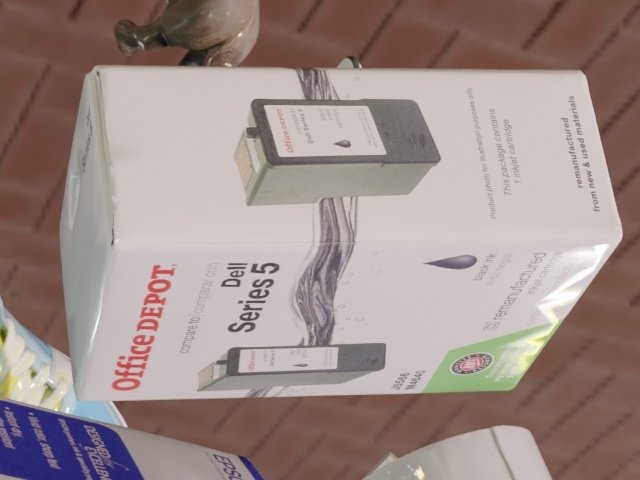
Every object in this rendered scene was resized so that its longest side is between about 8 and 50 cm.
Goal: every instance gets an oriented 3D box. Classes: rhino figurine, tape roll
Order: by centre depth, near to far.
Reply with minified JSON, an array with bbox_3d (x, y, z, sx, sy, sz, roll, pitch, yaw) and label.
[{"bbox_3d":[-0.084,-0.215,1.335,0.106,0.243,0.073,-18,137,29],"label":"rhino figurine"},{"bbox_3d":[0.155,0.333,1.943,0.246,0.169,0.246,-19,155,-9],"label":"tape roll"}]

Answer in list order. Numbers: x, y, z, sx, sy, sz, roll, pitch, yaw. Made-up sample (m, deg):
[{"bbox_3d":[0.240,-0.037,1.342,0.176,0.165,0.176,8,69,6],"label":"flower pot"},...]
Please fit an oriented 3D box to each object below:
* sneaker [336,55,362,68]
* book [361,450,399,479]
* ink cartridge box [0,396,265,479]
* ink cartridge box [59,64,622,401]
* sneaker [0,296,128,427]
[{"bbox_3d":[0.010,-0.173,2.088,0.043,0.040,0.109,23,102,-44],"label":"sneaker"},{"bbox_3d":[0.106,0.343,2.172,0.144,0.035,0.096,42,101,-4],"label":"book"},{"bbox_3d":[-0.171,0.097,0.627,0.371,0.176,0.069,15,103,-25],"label":"ink cartridge box"},{"bbox_3d":[0.000,0.000,0.981,0.273,0.115,0.198,-1,151,-14],"label":"ink cartridge box"},{"bbox_3d":[-0.259,0.103,1.355,0.319,0.127,0.208,40,166,-12],"label":"sneaker"}]
